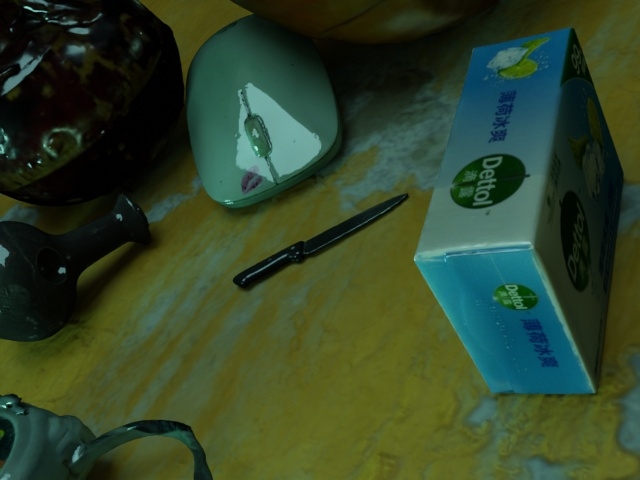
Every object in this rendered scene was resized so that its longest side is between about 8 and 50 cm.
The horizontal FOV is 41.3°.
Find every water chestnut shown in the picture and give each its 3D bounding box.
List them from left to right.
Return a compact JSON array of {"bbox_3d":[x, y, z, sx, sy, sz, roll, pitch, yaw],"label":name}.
[{"bbox_3d":[-0.309,-0.182,0.941,0.300,0.300,0.300,-20,39,17],"label":"water chestnut"}]

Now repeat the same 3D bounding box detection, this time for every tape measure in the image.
[{"bbox_3d":[-0.182,0.189,0.591,0.330,0.084,0.164,4,53,41],"label":"tape measure"}]

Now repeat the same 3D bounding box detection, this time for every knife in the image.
[{"bbox_3d":[0.000,0.000,0.731,0.170,0.010,0.023,-28,37,5],"label":"knife"}]

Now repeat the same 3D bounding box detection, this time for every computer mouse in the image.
[{"bbox_3d":[-0.071,-0.156,0.887,0.159,0.097,0.288,-24,37,9],"label":"computer mouse"}]

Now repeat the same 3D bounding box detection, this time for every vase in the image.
[{"bbox_3d":[-0.251,0.018,0.825,0.183,0.120,0.120,-32,34,-24],"label":"vase"}]

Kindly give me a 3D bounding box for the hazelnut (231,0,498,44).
[{"bbox_3d":[0.042,-0.345,0.834,0.372,0.315,0.372,-24,13,6],"label":"hazelnut"}]

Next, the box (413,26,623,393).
[{"bbox_3d":[0.136,-0.020,0.544,0.073,0.139,0.194,-6,45,32],"label":"box"}]
